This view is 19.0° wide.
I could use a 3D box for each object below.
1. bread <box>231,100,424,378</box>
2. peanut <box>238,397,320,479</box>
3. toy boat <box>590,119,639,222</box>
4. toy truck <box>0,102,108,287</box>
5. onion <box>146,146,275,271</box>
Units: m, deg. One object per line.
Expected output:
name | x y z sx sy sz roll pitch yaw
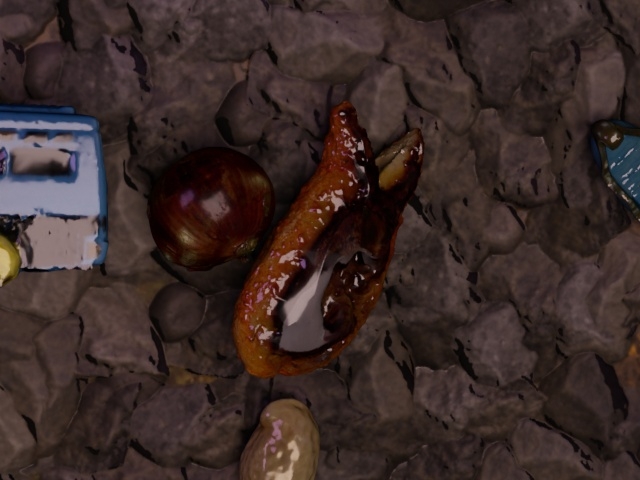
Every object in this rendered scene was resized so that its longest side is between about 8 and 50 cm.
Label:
bread | 0.004 0.005 1.757 0.139 0.095 0.269 25 84 -46
peanut | -0.034 0.239 1.808 0.082 0.082 0.187 -9 103 -11
toy boat | 0.321 -0.054 1.822 0.075 0.077 0.185 -46 108 1
toy truck | -0.377 -0.037 1.630 0.385 0.161 0.162 0 91 -13
onion | -0.097 -0.029 1.711 0.117 0.118 0.118 -42 108 -15
